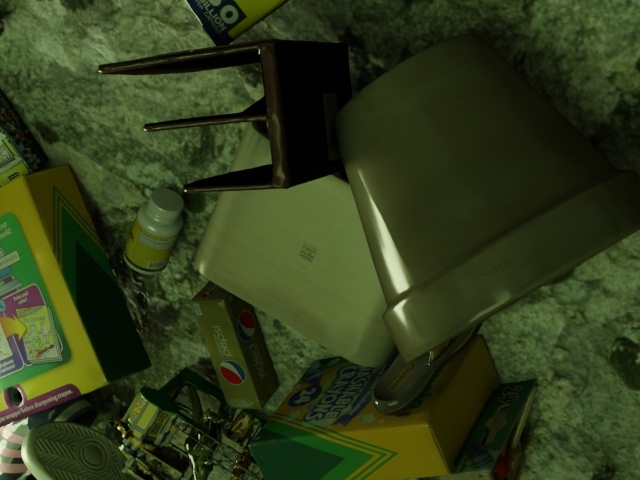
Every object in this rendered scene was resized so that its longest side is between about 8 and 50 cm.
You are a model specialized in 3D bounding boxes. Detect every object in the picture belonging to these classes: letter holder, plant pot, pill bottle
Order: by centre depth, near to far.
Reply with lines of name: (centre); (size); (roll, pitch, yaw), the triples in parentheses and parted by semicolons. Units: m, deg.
plant pot: (0.162, -0.061, 1.469); (0.323, 0.323, 0.280); (-36, 82, 38)
letter holder: (-0.100, -0.138, 1.494); (0.215, 0.302, 0.152); (-4, 96, 16)
pill bottle: (-0.226, -0.014, 1.830); (0.065, 0.065, 0.116); (33, 128, 7)

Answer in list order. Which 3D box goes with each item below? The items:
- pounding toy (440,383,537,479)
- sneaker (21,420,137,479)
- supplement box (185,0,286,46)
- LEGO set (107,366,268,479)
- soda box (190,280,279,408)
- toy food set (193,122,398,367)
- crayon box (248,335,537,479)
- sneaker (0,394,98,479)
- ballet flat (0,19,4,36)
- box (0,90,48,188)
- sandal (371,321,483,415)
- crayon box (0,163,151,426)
pounding toy: (0.227, 0.275, 1.734); (0.100, 0.141, 0.130); (4, 134, 26)
sneaker: (-0.326, 0.404, 2.048); (0.350, 0.131, 0.148); (36, 135, -20)
supplement box: (-0.009, -0.395, 1.403); (0.357, 0.195, 0.194); (-31, 101, 37)
LEGO set: (-0.162, 0.342, 1.885); (0.331, 0.255, 0.192); (30, 101, -5)
soda box: (-0.119, 0.147, 1.871); (0.058, 0.061, 0.181); (-3, 116, 29)
toy food set: (0.000, 0.000, 1.717); (0.306, 0.092, 0.219); (29, 116, 8)
crayon box: (0.093, 0.220, 1.712); (0.323, 0.203, 0.083); (-11, 112, 32)
sneaker: (-0.475, 0.311, 2.144); (0.131, 0.112, 0.319); (51, 124, 12)
ballet flat: (-0.538, -0.296, 1.819); (0.241, 0.091, 0.077); (-7, 92, 27)
box: (-0.521, -0.132, 1.928); (0.233, 0.044, 0.159); (-23, 105, 36)
sandal: (0.130, 0.115, 1.631); (0.060, 0.219, 0.090); (45, 172, -27)
crayon box: (-0.453, 0.100, 1.946); (0.363, 0.106, 0.313); (-23, 88, 36)
